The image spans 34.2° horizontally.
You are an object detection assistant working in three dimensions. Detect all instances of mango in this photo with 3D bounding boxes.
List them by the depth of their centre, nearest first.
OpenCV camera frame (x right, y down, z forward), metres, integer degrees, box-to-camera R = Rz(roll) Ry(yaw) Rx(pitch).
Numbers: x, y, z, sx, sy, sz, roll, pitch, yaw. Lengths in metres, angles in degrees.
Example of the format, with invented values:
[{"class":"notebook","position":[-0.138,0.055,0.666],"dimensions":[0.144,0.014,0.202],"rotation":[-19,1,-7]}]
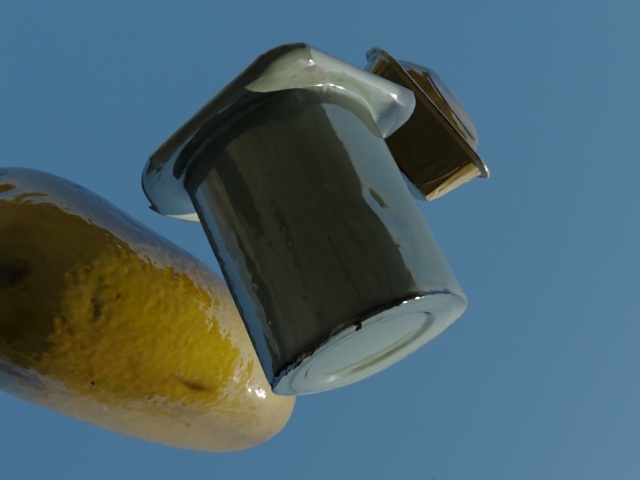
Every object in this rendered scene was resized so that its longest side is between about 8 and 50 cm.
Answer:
[{"class":"mango","position":[-0.217,0.095,1.090],"dimensions":[0.445,0.301,0.220],"rotation":[36,-115,-24]}]

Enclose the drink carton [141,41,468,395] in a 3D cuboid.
[{"class":"drink carton","position":[0.000,0.000,0.754],"dimensions":[0.191,0.185,0.189],"rotation":[-36,-111,25]}]

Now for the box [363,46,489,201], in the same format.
[{"class":"box","position":[0.098,-0.120,1.069],"dimensions":[0.111,0.111,0.177],"rotation":[-42,-82,-4]}]
